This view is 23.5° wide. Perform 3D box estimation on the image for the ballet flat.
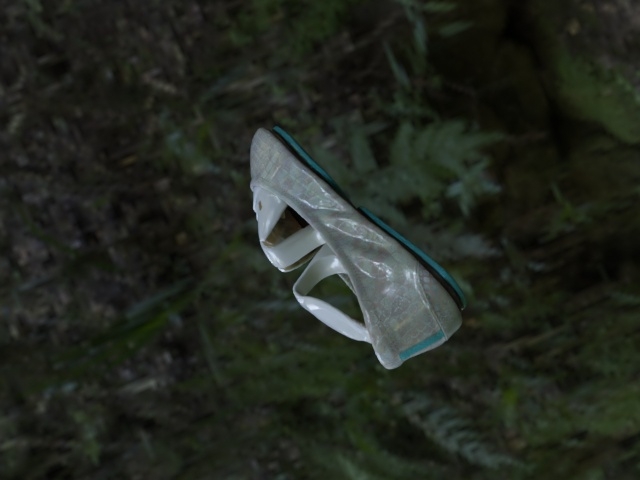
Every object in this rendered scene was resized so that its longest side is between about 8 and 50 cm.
[{"bbox_3d":[0.000,0.000,0.694,0.168,0.052,0.057,42,169,48],"label":"ballet flat"}]
